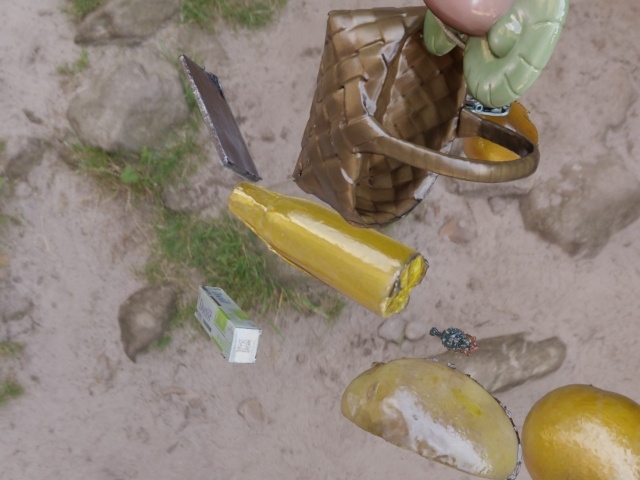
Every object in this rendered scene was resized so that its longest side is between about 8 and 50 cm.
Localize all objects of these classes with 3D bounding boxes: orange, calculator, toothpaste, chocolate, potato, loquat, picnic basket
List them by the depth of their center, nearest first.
[{"bbox_3d":[0.140,0.222,0.927,0.261,0.100,0.120,19,94,24],"label":"potato"},{"bbox_3d":[0.156,-0.157,1.011,0.293,0.337,0.337,-17,63,-48],"label":"picnic basket"},{"bbox_3d":[0.339,-0.196,1.329,0.134,0.156,0.157,-28,63,36],"label":"orange"},{"bbox_3d":[0.539,0.432,1.397,0.274,0.275,0.275,0,68,0],"label":"loquat"},{"bbox_3d":[-0.200,-0.243,1.401,0.021,0.161,0.262,-28,72,14],"label":"calculator"},{"bbox_3d":[0.000,0.000,1.487,0.445,0.162,0.162,29,71,23],"label":"chocolate"},{"bbox_3d":[-0.219,0.187,1.609,0.067,0.336,0.081,8,98,-24],"label":"toothpaste"}]

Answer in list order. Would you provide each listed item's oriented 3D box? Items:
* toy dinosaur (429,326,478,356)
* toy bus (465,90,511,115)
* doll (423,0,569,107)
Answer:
[{"bbox_3d":[0.266,0.199,1.408,0.055,0.154,0.049,22,86,-25],"label":"toy dinosaur"},{"bbox_3d":[0.278,-0.362,1.165,0.133,0.271,0.165,5,30,-21],"label":"toy bus"},{"bbox_3d":[0.219,-0.299,0.778,0.216,0.268,0.284,10,33,-21],"label":"doll"}]
